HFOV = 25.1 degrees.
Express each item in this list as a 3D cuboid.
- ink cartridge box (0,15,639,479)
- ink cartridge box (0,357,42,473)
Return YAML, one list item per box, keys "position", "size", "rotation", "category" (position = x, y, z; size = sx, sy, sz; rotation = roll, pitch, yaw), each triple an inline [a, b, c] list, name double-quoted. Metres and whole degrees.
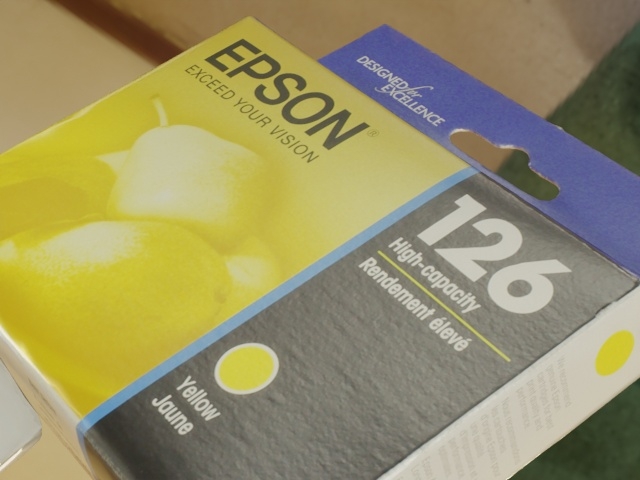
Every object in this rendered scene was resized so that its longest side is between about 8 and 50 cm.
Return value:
- position: [0.000, 0.000, 0.685]
  size: [0.303, 0.307, 0.072]
  rotation: [38, 155, 41]
  category: "ink cartridge box"
- position: [-0.304, -0.002, 0.539]
  size: [0.385, 0.091, 0.308]
  rotation: [-22, 102, 45]
  category: "ink cartridge box"
